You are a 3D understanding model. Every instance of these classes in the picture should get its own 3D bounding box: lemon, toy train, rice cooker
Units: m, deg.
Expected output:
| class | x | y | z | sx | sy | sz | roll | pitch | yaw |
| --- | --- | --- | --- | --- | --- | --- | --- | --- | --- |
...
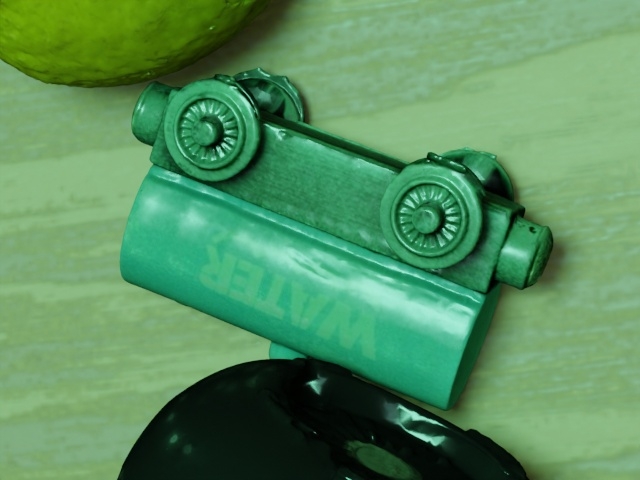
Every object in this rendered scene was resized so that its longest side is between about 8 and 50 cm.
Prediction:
| class | x | y | z | sx | sy | sz | roll | pitch | yaw |
| --- | --- | --- | --- | --- | --- | --- | --- | --- | --- |
| lemon | -0.115 | -0.169 | 0.947 | 0.193 | 0.180 | 0.180 | -42 | 80 | 9 |
| toy train | 0.000 | 0.000 | 0.958 | 0.248 | 0.101 | 0.159 | 20 | 107 | 14 |
| rice cooker | -0.005 | 0.193 | 0.871 | 0.267 | 0.267 | 0.224 | 29 | 103 | 13 |
